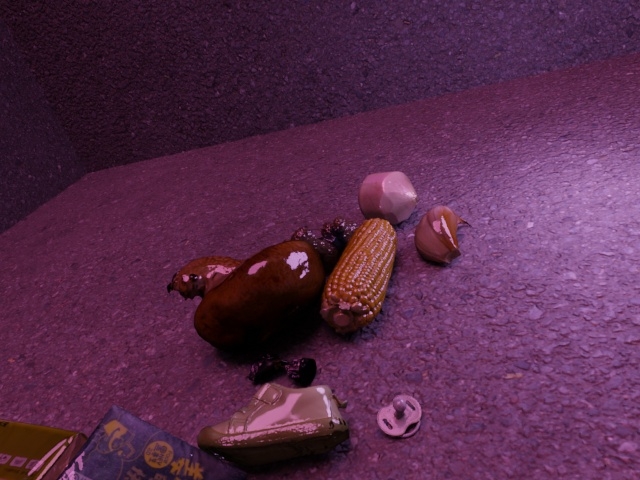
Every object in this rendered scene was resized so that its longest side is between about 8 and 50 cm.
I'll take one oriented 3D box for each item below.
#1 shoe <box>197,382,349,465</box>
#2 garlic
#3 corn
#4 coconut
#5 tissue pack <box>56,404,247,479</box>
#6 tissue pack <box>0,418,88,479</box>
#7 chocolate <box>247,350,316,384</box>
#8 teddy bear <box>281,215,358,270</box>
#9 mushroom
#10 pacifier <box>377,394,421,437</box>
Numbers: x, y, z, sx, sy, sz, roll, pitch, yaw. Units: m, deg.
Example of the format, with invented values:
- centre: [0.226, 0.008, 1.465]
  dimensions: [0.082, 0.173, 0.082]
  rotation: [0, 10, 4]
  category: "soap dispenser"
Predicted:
- centre: [-0.078, 0.330, 0.861]
  dimensions: [0.263, 0.140, 0.128]
  rotation: [-8, 39, 7]
  category: "shoe"
- centre: [0.311, -0.032, 1.283]
  dimensions: [0.128, 0.115, 0.206]
  rotation: [-8, 27, 32]
  category: "garlic"
- centre: [0.106, 0.076, 1.191]
  dimensions: [0.144, 0.143, 0.387]
  rotation: [-4, 28, 25]
  category: "corn"
- centre: [0.212, -0.129, 1.464]
  dimensions: [0.183, 0.170, 0.171]
  rotation: [3, 35, 39]
  category: "coconut"
- centre: [-0.265, 0.396, 0.749]
  dimensions: [0.257, 0.081, 0.185]
  rotation: [28, 38, 0]
  category: "tissue pack"
- centre: [-0.505, 0.436, 0.841]
  dimensions: [0.275, 0.200, 0.167]
  rotation: [-4, 33, 25]
  category: "tissue pack"
- centre: [-0.085, 0.268, 1.037]
  dimensions: [0.147, 0.070, 0.072]
  rotation: [2, 29, 24]
  category: "chocolate"
- centre: [0.007, 0.019, 1.354]
  dimensions: [0.251, 0.129, 0.182]
  rotation: [-22, -6, -41]
  category: "teddy bear"
- centre: [-0.158, 0.100, 1.138]
  dimensions: [0.346, 0.259, 0.345]
  rotation: [-37, -6, -5]
  category: "mushroom"
- centre: [0.140, 0.301, 0.847]
  dimensions: [0.083, 0.064, 0.068]
  rotation: [-30, 48, -20]
  category: "pacifier"
